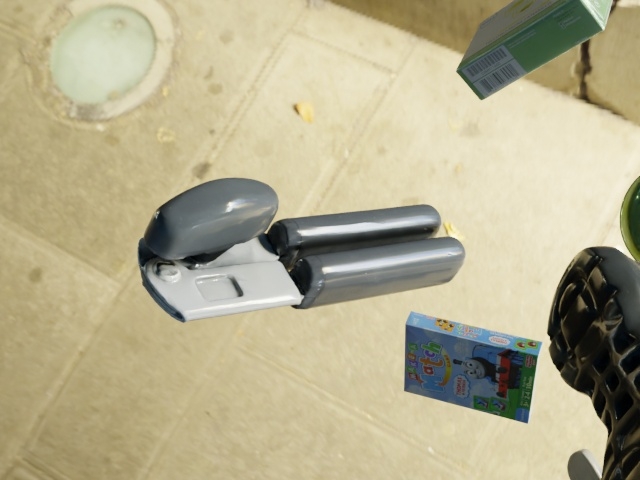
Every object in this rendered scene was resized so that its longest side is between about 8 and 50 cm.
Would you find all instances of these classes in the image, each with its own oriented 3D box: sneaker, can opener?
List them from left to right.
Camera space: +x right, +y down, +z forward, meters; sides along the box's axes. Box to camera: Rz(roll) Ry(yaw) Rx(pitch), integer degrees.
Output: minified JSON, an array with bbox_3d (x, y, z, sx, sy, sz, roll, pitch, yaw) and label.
[{"bbox_3d":[0.000,0.000,0.735,0.284,0.095,0.076,-7,51,-37],"label":"can opener"},{"bbox_3d":[0.200,0.101,0.525,0.106,0.101,0.267,14,39,-11],"label":"sneaker"}]

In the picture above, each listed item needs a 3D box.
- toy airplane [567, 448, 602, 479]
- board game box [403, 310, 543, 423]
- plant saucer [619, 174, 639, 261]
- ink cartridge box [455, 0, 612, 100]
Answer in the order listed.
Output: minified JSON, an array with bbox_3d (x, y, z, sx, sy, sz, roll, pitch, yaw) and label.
[{"bbox_3d":[0.582,0.588,1.718,0.273,0.386,0.384,-22,23,-18],"label":"toy airplane"},{"bbox_3d":[0.239,0.204,1.599,0.212,0.160,0.039,13,42,18],"label":"board game box"},{"bbox_3d":[0.678,-0.035,1.845,0.241,0.037,0.240,-4,76,17],"label":"plant saucer"},{"bbox_3d":[0.264,-0.274,1.155,0.056,0.171,0.235,45,44,-17],"label":"ink cartridge box"}]
